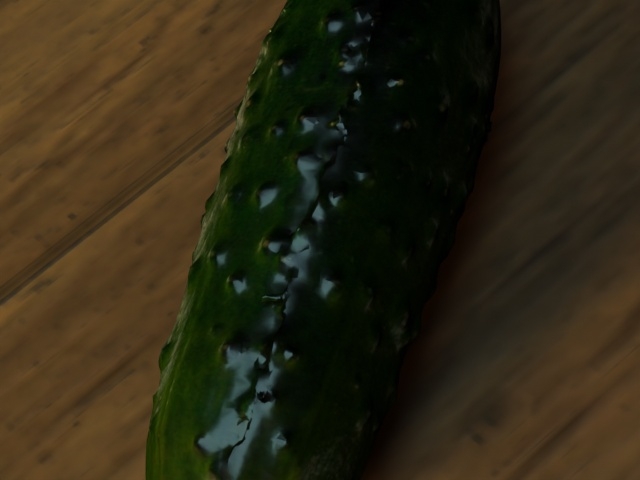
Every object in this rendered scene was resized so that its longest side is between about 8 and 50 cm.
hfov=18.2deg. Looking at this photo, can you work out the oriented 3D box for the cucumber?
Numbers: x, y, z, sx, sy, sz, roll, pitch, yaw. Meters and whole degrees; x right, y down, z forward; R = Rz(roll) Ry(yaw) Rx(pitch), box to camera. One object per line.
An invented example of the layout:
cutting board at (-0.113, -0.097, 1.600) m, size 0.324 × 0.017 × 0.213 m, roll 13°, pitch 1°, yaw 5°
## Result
cucumber at (0.000, 0.000, 0.529) m, size 0.069 × 0.069 × 0.227 m, roll 4°, pitch 57°, yaw 23°
